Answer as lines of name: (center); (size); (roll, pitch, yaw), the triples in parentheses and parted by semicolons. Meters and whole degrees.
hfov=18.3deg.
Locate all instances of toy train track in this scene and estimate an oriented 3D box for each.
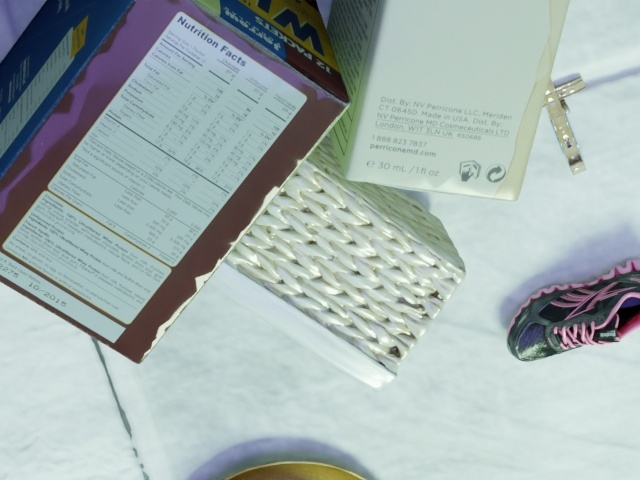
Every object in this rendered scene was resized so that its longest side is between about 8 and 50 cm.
toy train track: (0.159, -0.078, 1.312); (0.048, 0.014, 0.083); (-23, 117, 5)

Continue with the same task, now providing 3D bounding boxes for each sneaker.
sneaker: (0.184, 0.055, 1.357); (0.119, 0.057, 0.047); (-25, 118, 7)

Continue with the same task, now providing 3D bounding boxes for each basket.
basket: (0.000, 0.000, 1.278); (0.167, 0.113, 0.103); (36, 103, -21)

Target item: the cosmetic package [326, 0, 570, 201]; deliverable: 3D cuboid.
cosmetic package: (0.086, -0.197, 1.165); (0.113, 0.160, 0.309); (8, 116, -12)

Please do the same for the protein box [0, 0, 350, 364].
protein box: (-0.106, -0.078, 1.176); (0.136, 0.200, 0.201); (33, 108, -20)

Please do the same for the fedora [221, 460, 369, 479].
fedora: (-0.019, 0.252, 1.417); (0.194, 0.079, 0.194); (-3, 117, -5)
